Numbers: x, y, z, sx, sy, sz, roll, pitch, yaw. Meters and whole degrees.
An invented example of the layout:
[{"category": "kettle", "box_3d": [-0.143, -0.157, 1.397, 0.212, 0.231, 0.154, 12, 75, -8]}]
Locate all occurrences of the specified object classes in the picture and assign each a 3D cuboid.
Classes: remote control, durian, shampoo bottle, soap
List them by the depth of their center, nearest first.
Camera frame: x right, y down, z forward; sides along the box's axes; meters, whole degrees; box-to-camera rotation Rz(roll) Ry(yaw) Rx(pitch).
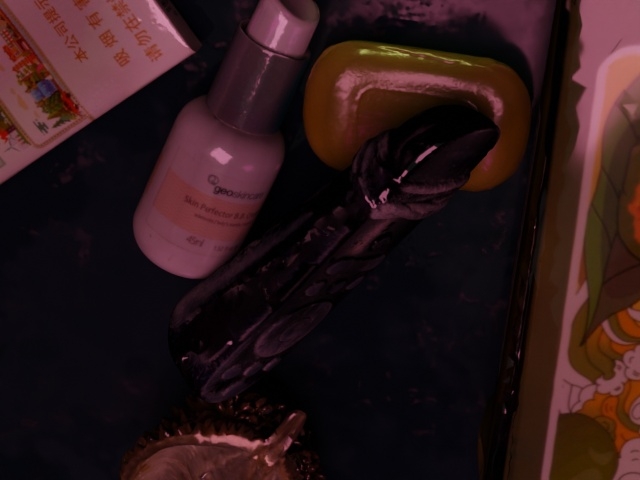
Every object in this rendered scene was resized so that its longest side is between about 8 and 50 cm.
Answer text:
[{"category": "remote control", "box_3d": [0.000, 0.000, 0.881, 0.266, 0.090, 0.066, -44, 76, 27]}, {"category": "soap", "box_3d": [0.059, -0.077, 0.890, 0.140, 0.045, 0.089, 9, 121, 3]}, {"category": "shampoo bottle", "box_3d": [-0.053, -0.067, 0.900, 0.074, 0.074, 0.192, 27, 116, -3]}, {"category": "durian", "box_3d": [-0.052, 0.151, 0.990, 0.148, 0.091, 0.188, 32, 139, -7]}]

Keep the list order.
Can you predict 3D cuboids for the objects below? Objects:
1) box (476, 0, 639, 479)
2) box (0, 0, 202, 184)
[{"category": "box", "box_3d": [0.318, 0.022, 0.840, 0.420, 0.138, 0.373, 7, 115, 6]}, {"category": "box", "box_3d": [-0.198, -0.114, 0.925, 0.220, 0.032, 0.122, -31, 106, 21]}]
